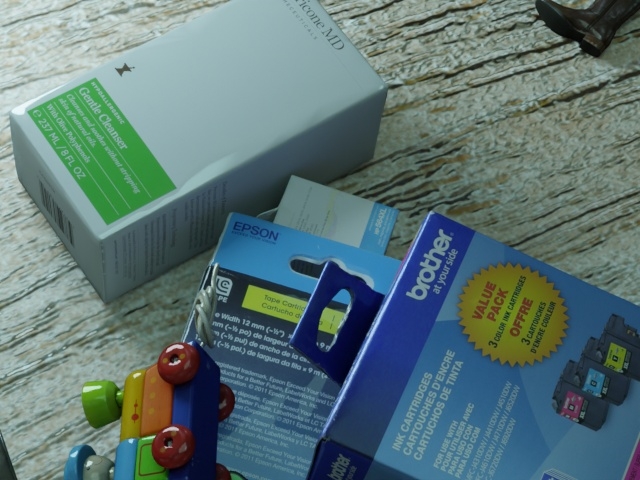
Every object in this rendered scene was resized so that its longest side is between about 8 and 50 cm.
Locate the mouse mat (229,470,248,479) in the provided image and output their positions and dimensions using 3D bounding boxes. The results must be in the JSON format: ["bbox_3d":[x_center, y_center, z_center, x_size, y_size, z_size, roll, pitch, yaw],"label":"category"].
[{"bbox_3d":[-0.089,0.318,1.595,0.153,0.007,0.190,40,57,12],"label":"mouse mat"}]

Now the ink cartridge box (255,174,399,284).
[{"bbox_3d":[0.000,0.000,1.864,0.143,0.092,0.090,19,61,3],"label":"ink cartridge box"}]

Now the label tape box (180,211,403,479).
[{"bbox_3d":[-0.032,0.170,1.757,0.249,0.115,0.347,17,62,2],"label":"label tape box"}]

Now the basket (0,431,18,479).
[{"bbox_3d":[-0.310,0.255,1.227,0.227,0.154,0.204,-18,64,-12],"label":"basket"}]

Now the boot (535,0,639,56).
[{"bbox_3d":[0.330,-0.291,2.089,0.106,0.037,0.114,40,67,-1],"label":"boot"}]

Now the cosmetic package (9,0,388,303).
[{"bbox_3d":[-0.131,-0.116,1.875,0.366,0.155,0.197,-31,68,-19],"label":"cosmetic package"}]

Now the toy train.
[{"bbox_3d":[-0.165,0.143,1.655,0.143,0.105,0.248,-11,55,17],"label":"toy train"}]

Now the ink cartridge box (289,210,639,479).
[{"bbox_3d":[0.163,0.157,1.646,0.396,0.151,0.270,24,64,5],"label":"ink cartridge box"}]
